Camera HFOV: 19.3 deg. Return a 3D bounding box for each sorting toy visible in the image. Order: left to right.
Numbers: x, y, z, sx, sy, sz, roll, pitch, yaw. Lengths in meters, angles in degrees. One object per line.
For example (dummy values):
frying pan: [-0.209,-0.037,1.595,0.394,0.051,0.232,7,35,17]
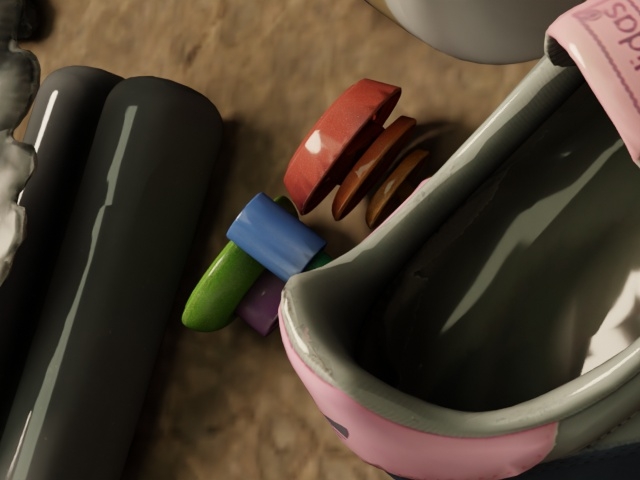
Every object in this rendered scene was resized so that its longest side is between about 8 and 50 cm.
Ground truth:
sorting toy: [0.000,0.000,0.572,0.042,0.061,0.102,39,112,5]

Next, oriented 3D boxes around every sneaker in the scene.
sneaker: [0.126,-0.041,0.421,0.319,0.131,0.112,-46,52,19]

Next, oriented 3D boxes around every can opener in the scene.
can opener: [-0.109,0.074,0.612,0.074,0.093,0.280,14,81,42]

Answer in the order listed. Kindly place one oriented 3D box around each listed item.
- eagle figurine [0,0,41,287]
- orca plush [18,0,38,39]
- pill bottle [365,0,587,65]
eagle figurine: [-0.243,0.009,0.629,0.226,0.298,0.225,55,155,16]
orca plush: [-0.111,-0.147,0.668,0.287,0.102,0.151,33,98,41]
pill bottle: [-0.008,-0.177,0.534,0.264,0.153,0.153,40,103,30]
